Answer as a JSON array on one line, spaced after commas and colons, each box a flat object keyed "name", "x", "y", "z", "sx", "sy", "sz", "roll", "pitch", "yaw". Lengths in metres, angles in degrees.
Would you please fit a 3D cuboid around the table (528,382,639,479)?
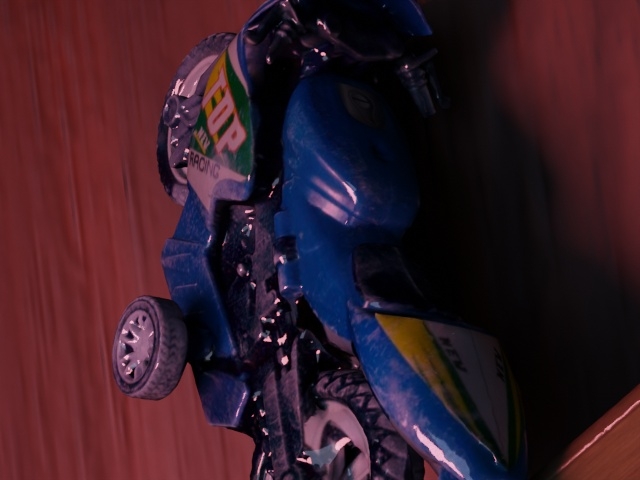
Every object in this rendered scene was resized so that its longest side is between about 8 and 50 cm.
[{"name": "table", "x": 0.162, "y": 0.050, "z": 0.493, "sx": 0.227, "sy": 0.167, "sz": 0.167, "roll": -47, "pitch": 65, "yaw": 30}]

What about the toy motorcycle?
[{"name": "toy motorcycle", "x": 0.000, "y": 0.000, "z": 0.596, "sx": 0.135, "sy": 0.092, "sz": 0.254, "roll": -52, "pitch": 39, "yaw": 32}]
